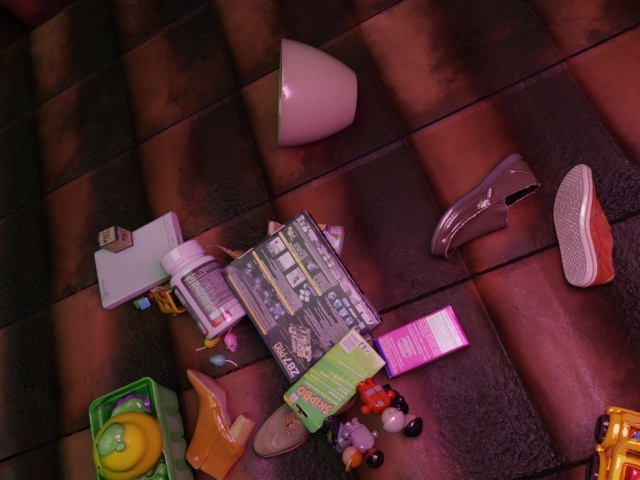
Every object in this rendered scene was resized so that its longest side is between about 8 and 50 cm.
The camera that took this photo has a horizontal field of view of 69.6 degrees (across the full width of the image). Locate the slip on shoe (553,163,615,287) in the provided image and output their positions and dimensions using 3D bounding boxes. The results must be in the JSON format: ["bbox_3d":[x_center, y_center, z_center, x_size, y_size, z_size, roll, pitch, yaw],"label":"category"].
[{"bbox_3d":[0.679,-0.039,1.177,0.101,0.123,0.332,8,69,-10],"label":"slip on shoe"}]

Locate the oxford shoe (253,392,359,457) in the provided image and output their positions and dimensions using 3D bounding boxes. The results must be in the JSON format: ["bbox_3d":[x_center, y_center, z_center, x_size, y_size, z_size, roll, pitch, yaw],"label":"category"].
[{"bbox_3d":[-0.062,0.484,1.273,0.348,0.130,0.123,-38,65,6],"label":"oxford shoe"}]

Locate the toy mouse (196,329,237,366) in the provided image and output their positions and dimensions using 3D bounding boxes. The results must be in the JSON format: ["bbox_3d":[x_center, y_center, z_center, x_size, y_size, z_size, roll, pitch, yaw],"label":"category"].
[{"bbox_3d":[-0.313,0.347,1.465,0.161,0.031,0.143,-45,64,3],"label":"toy mouse"}]

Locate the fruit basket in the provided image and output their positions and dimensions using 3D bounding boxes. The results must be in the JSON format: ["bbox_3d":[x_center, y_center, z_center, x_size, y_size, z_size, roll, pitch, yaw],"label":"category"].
[{"bbox_3d":[-0.538,0.590,1.294,0.282,0.392,0.392,-26,67,12],"label":"fruit basket"}]

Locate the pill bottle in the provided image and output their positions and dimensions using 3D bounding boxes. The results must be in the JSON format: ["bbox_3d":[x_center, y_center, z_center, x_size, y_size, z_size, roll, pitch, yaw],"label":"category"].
[{"bbox_3d":[-0.356,0.148,1.415,0.161,0.161,0.283,-37,84,7],"label":"pill bottle"}]

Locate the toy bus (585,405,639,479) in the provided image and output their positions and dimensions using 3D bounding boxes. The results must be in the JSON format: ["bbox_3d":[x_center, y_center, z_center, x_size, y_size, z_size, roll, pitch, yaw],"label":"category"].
[{"bbox_3d":[0.663,0.471,0.961,0.149,0.211,0.220,14,78,25],"label":"toy bus"}]

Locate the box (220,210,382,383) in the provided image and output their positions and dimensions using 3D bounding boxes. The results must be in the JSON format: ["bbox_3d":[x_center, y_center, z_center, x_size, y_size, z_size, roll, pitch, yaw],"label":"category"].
[{"bbox_3d":[-0.057,0.161,1.346,0.318,0.097,0.395,-36,79,5],"label":"box"}]

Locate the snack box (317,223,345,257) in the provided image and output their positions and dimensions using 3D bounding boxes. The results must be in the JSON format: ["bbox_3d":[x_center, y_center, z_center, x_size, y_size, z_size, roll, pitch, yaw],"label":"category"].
[{"bbox_3d":[0.000,0.000,1.449,0.141,0.037,0.100,7,78,22],"label":"snack box"}]

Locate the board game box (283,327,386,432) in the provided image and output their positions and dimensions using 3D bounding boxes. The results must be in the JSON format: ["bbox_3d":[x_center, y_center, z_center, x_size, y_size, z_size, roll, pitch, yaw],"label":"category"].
[{"bbox_3d":[0.035,0.361,1.191,0.259,0.039,0.124,-43,71,-3],"label":"board game box"}]

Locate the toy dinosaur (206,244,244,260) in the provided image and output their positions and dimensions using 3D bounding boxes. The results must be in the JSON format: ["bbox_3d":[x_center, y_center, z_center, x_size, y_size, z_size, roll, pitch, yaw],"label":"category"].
[{"bbox_3d":[-0.264,0.054,1.482,0.211,0.112,0.064,33,78,-12],"label":"toy dinosaur"}]

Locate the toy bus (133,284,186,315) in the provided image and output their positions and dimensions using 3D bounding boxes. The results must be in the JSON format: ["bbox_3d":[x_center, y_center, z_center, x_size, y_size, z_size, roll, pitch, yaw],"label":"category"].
[{"bbox_3d":[-0.493,0.197,1.535,0.190,0.202,0.104,-23,98,5],"label":"toy bus"}]

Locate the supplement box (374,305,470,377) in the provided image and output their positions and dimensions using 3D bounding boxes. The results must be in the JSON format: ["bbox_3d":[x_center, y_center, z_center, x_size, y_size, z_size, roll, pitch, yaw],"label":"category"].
[{"bbox_3d":[0.272,0.272,1.222,0.220,0.111,0.114,-26,67,11],"label":"supplement box"}]

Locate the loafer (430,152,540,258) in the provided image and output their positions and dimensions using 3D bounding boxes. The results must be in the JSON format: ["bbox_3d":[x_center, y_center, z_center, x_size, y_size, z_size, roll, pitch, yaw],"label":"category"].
[{"bbox_3d":[0.449,-0.077,1.249,0.366,0.134,0.130,-46,64,3],"label":"loafer"}]

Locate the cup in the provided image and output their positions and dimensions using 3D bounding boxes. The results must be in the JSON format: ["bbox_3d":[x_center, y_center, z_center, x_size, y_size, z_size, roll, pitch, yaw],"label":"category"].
[{"bbox_3d":[-0.014,-0.460,1.470,0.236,0.331,0.331,1,72,-6],"label":"cup"}]

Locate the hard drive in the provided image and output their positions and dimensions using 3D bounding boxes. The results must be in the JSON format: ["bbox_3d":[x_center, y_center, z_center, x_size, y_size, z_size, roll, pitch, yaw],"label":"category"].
[{"bbox_3d":[-0.653,0.073,1.669,0.353,0.047,0.233,-26,66,12],"label":"hard drive"}]

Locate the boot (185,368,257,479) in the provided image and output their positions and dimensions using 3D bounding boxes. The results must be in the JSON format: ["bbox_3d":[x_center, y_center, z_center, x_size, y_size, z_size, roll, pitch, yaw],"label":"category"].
[{"bbox_3d":[-0.349,0.549,1.377,0.295,0.104,0.211,34,88,22],"label":"boot"}]

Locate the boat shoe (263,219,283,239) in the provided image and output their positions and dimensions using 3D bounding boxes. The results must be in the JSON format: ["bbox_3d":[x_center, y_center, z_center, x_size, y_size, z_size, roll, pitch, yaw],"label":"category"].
[{"bbox_3d":[-0.147,0.028,1.480,0.072,0.068,0.190,12,71,-19],"label":"boat shoe"}]

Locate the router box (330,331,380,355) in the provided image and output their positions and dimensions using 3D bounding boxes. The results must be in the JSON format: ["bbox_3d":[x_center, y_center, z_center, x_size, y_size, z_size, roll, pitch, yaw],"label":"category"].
[{"bbox_3d":[0.099,0.314,1.257,0.122,0.092,0.038,-21,24,1],"label":"router box"}]

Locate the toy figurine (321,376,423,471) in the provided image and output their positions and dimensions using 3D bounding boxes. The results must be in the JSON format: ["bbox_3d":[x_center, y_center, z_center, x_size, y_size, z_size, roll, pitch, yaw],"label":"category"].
[{"bbox_3d":[0.134,0.470,1.158,0.209,0.213,0.148,-46,53,2],"label":"toy figurine"}]

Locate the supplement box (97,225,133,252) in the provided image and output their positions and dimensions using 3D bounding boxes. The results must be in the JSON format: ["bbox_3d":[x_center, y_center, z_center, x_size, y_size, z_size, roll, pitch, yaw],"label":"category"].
[{"bbox_3d":[-0.735,-0.003,1.651,0.083,0.083,0.056,-22,67,13],"label":"supplement box"}]
